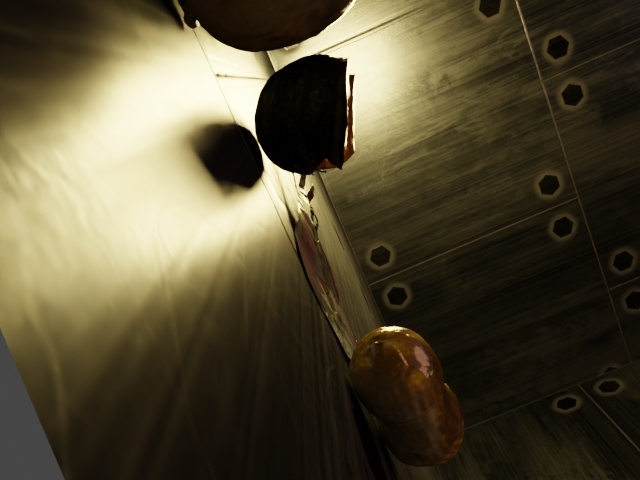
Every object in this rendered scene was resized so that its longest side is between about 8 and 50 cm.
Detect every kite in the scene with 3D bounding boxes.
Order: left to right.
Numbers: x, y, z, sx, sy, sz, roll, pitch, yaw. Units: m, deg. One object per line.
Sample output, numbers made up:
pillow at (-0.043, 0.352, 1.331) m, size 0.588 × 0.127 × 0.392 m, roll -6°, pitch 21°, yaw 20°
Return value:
kite at (-0.003, 0.001, 0.726) m, size 0.360 × 0.022 × 0.204 m, roll -102°, pitch 169°, yaw -51°

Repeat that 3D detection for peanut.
peanut at (0.086, 0.156, 0.574) m, size 0.087 × 0.087 × 0.207 m, roll -109°, pitch 172°, yaw -46°

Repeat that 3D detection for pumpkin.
pumpkin at (-0.016, -0.128, 0.622) m, size 0.183 × 0.107 × 0.119 m, roll -53°, pitch 150°, yaw -84°

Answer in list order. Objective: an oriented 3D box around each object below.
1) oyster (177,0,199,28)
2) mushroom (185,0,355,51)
oyster at (-0.071, -0.210, 0.458) m, size 0.177 × 0.105 × 0.056 m, roll 31°, pitch -19°, yaw 53°
mushroom at (-0.066, -0.268, 0.351) m, size 0.122 × 0.095 × 0.351 m, roll 8°, pitch 63°, yaw -56°
